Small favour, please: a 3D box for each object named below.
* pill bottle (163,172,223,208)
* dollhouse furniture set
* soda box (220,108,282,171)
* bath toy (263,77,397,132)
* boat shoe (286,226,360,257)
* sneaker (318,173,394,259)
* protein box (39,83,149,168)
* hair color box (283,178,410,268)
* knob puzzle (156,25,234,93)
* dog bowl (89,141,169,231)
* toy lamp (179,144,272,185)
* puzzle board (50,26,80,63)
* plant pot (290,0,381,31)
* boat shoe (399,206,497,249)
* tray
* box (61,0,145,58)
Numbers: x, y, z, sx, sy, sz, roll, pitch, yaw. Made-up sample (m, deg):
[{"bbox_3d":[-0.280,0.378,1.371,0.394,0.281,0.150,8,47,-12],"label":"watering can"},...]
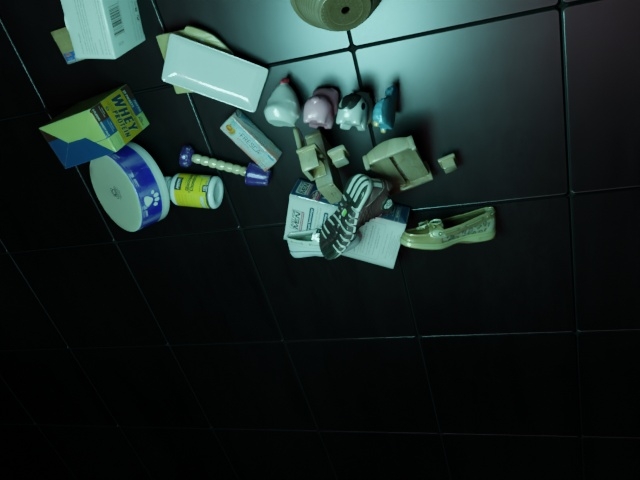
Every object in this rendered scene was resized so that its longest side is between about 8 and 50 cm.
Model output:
[{"bbox_3d":[-0.403,-0.156,1.823,0.184,0.103,0.103,5,125,12],"label":"pill bottle"},{"bbox_3d":[0.147,-0.256,1.552,0.355,0.174,0.303,-21,154,15],"label":"dollhouse furniture set"},{"bbox_3d":[-0.198,-0.289,1.697,0.183,0.063,0.058,44,124,-16],"label":"soda box"},{"bbox_3d":[0.023,-0.358,1.549,0.348,0.151,0.129,6,88,15],"label":"bath toy"},{"bbox_3d":[0.000,0.000,1.695,0.226,0.083,0.076,-12,121,25],"label":"boat shoe"},{"bbox_3d":[0.115,-0.055,1.586,0.162,0.106,0.281,-3,139,-35],"label":"sneaker"},{"bbox_3d":[-0.653,-0.333,1.712,0.200,0.201,0.136,-12,120,23],"label":"protein box"},{"bbox_3d":[0.076,-0.052,1.755,0.347,0.105,0.174,15,127,5],"label":"hair color box"},{"bbox_3d":[-0.329,-0.498,1.609,0.213,0.030,0.213,3,131,4],"label":"knob puzzle"},{"bbox_3d":[-0.589,-0.164,1.807,0.265,0.104,0.265,25,131,32],"label":"dog bowl"},{"bbox_3d":[-0.282,-0.220,1.760,0.275,0.080,0.080,13,126,6],"label":"toy lamp"},{"bbox_3d":[-0.698,-0.567,1.682,0.128,0.011,0.096,-8,122,22],"label":"puzzle board"},{"bbox_3d":[0.048,-0.560,1.341,0.237,0.110,0.237,-10,151,-5],"label":"plant pot"},{"bbox_3d":[0.359,-0.037,1.659,0.285,0.104,0.089,-9,112,-12],"label":"boat shoe"},{"bbox_3d":[-0.287,-0.457,1.600,0.270,0.030,0.145,18,130,-10],"label":"tray"},{"bbox_3d":[-0.562,-0.585,1.524,0.119,0.182,0.181,5,125,10],"label":"box"}]
